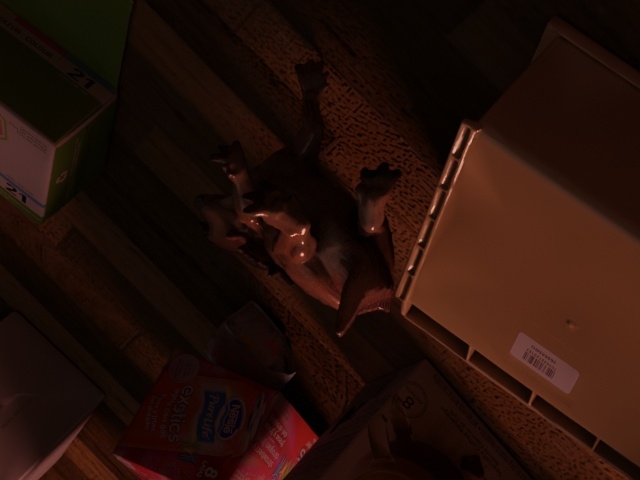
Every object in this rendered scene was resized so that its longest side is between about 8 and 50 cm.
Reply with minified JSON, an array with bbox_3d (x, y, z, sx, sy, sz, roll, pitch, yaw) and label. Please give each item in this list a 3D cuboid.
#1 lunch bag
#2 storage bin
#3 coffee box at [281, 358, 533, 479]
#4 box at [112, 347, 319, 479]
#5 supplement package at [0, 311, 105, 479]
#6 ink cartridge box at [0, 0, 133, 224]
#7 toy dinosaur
[{"bbox_3d":[-0.063,0.111,1.744,0.083,0.053,0.071,50,146,10],"label":"lunch bag"},{"bbox_3d":[0.209,0.026,1.298,0.262,0.123,0.260,35,147,13],"label":"storage bin"},{"bbox_3d":[0.035,0.269,1.588,0.168,0.297,0.119,48,147,-7],"label":"coffee box"},{"bbox_3d":[-0.075,0.224,1.747,0.128,0.123,0.257,20,160,29],"label":"box"},{"bbox_3d":[-0.387,0.225,2.085,0.149,0.194,0.203,44,146,2],"label":"supplement package"},{"bbox_3d":[-0.281,-0.163,1.636,0.189,0.097,0.255,37,147,11],"label":"ink cartridge box"},{"bbox_3d":[0.000,0.000,1.434,0.296,0.127,0.200,53,163,46],"label":"toy dinosaur"}]
